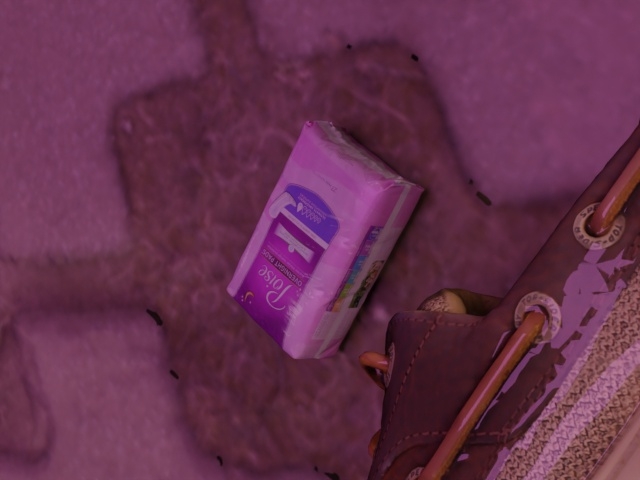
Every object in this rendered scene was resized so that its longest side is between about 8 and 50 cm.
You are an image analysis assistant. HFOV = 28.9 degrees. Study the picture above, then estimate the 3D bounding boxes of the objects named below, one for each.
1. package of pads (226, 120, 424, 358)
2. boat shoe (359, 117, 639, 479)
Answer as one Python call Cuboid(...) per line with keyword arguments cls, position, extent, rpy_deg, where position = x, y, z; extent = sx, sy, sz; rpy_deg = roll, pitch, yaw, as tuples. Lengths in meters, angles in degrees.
Cuboid(cls="package of pads", position=(0.000, 0.000, 0.486), extent=(0.050, 0.032, 0.083), rpy_deg=(42, 115, 34))
Cuboid(cls="boat shoe", position=(0.076, 0.060, 0.381), extent=(0.342, 0.123, 0.123), rpy_deg=(-58, 44, 23))
